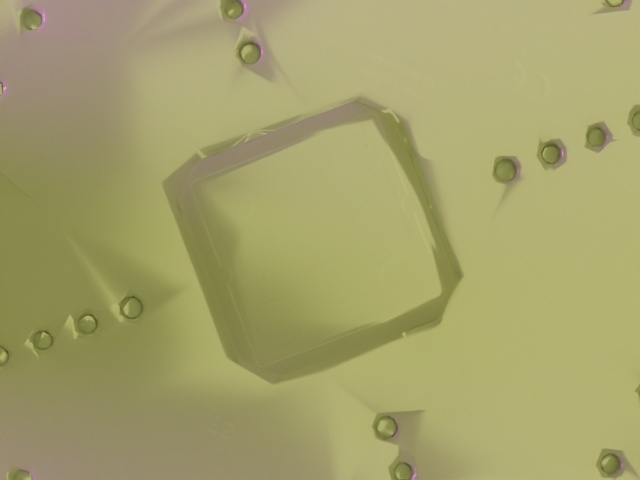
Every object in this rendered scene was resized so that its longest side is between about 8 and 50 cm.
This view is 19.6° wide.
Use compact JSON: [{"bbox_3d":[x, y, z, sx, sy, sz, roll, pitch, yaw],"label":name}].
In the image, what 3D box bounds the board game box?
[{"bbox_3d":[0.000,0.000,0.905,0.390,0.050,0.390,25,90,4],"label":"board game box"}]
